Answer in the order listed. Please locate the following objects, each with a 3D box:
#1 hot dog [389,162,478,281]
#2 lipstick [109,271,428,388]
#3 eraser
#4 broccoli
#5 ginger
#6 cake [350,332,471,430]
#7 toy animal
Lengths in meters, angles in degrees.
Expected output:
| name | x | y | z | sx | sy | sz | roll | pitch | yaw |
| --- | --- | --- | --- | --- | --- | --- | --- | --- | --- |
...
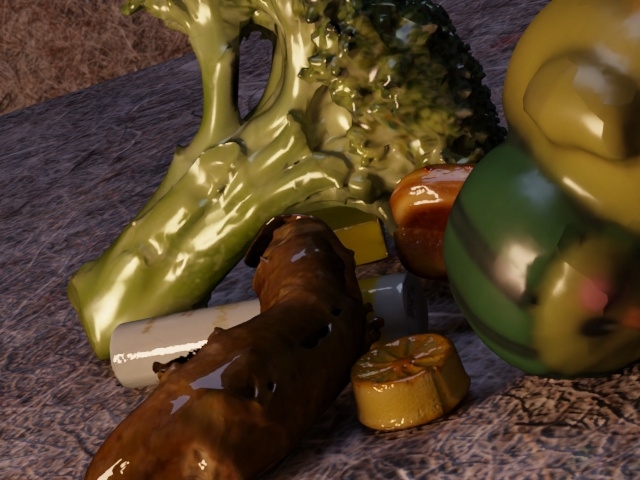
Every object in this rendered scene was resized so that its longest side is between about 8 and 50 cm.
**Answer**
| name | x | y | z | sx | sy | sz | roll | pitch | yaw |
| --- | --- | --- | --- | --- | --- | --- | --- | --- | --- |
| hot dog | 0.178 | -0.011 | 1.326 | 0.250 | 0.104 | 0.076 | 0 | 18 | 15 |
| lipstick | -0.045 | 0.074 | 1.401 | 0.264 | 0.059 | 0.059 | -10 | 17 | 22 |
| eraser | 0.000 | 0.000 | 1.631 | 0.122 | 0.045 | 0.097 | -15 | 15 | 6 |
| broccoli | -0.014 | -0.045 | 1.486 | 0.353 | 0.397 | 0.275 | 19 | -1 | 29 |
| ginger | -0.047 | 0.090 | 1.237 | 0.133 | 0.107 | 0.309 | 14 | 38 | 19 |
| cake | 0.062 | 0.100 | 1.220 | 0.084 | 0.044 | 0.084 | -17 | 16 | 5 |
| toy animal | 0.204 | -0.065 | 1.138 | 0.216 | 0.338 | 0.191 | 8 | 32 | -33 |
